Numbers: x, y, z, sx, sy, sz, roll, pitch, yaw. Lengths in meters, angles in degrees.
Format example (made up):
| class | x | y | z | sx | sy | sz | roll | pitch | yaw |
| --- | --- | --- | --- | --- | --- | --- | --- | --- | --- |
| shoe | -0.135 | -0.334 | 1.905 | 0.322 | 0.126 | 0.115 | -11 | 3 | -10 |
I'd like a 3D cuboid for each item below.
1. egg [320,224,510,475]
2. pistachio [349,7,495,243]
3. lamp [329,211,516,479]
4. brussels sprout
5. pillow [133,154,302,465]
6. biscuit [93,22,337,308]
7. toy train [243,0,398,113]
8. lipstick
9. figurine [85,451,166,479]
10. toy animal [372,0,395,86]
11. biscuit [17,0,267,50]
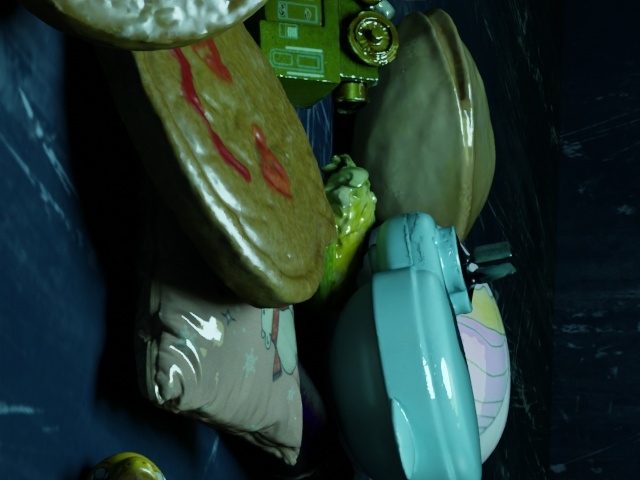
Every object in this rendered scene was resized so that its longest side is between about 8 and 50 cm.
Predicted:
| class | x | y | z | sx | sy | sz | roll | pitch | yaw |
| --- | --- | --- | --- | --- | --- | --- | --- | --- | --- |
| egg | 0.097 | 0.115 | 1.688 | 0.196 | 0.196 | 0.271 | 19 | 78 | -74 |
| pistachio | 0.111 | -0.108 | 1.770 | 0.212 | 0.163 | 0.260 | 53 | -29 | 37 |
| lamp | 0.085 | 0.105 | 1.494 | 0.209 | 0.147 | 0.284 | 72 | 29 | -55 |
| brussels sprout | -0.003 | 0.000 | 1.537 | 0.181 | 0.101 | 0.139 | 95 | 3 | -65 |
| pillow | -0.076 | 0.038 | 1.259 | 0.223 | 0.084 | 0.236 | 38 | 44 | -63 |
| biscuit | -0.068 | -0.085 | 1.209 | 0.273 | 0.049 | 0.257 | 63 | 19 | -6 |
| toy train | -0.009 | -0.223 | 1.464 | 0.090 | 0.137 | 0.225 | 147 | -56 | -63 |
| lipstick | -0.021 | 0.177 | 1.473 | 0.299 | 0.081 | 0.081 | 66 | 27 | -55 |
| figurine | -0.125 | 0.228 | 1.106 | 0.122 | 0.121 | 0.176 | 118 | -30 | -61 |
| toy animal | 0.017 | -0.228 | 1.651 | 0.255 | 0.090 | 0.169 | 34 | 44 | -78 |
| biscuit | -0.090 | -0.301 | 0.986 | 0.314 | 0.063 | 0.367 | 35 | 85 | -34 |
